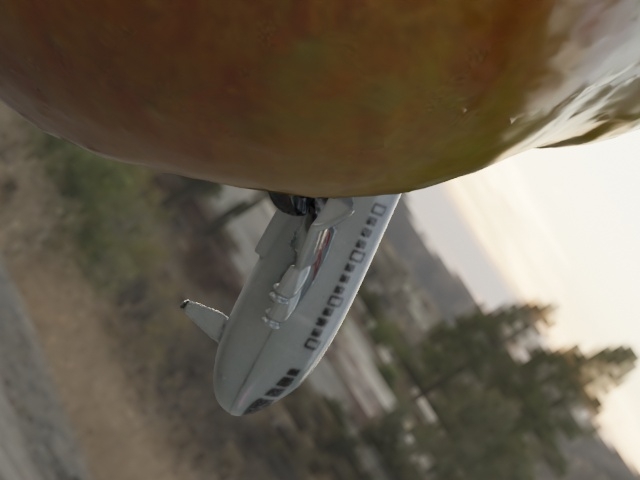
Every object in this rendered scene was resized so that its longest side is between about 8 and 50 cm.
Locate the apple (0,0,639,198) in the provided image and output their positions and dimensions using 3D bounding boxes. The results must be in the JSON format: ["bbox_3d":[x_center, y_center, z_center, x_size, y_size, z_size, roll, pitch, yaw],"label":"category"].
[{"bbox_3d":[0.002,-0.141,0.521,0.301,0.301,0.301,57,-3,4],"label":"apple"}]

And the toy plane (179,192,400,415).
[{"bbox_3d":[0.000,0.000,0.847,0.065,0.171,0.162,40,14,5],"label":"toy plane"}]
